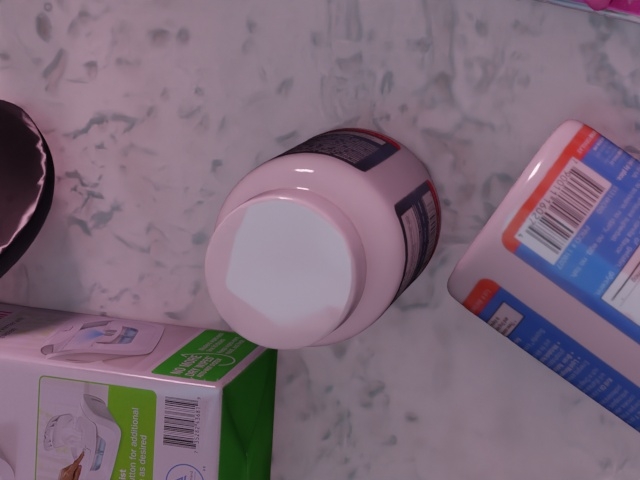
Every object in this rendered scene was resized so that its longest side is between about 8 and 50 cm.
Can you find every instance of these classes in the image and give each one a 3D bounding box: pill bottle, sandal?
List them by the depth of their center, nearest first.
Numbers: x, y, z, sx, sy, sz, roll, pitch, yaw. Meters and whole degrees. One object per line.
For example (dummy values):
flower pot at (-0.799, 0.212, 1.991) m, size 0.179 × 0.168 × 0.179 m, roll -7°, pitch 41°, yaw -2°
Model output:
pill bottle at (0.191, 0.042, 0.962) m, size 0.221 × 0.124 × 0.124 m, roll 36°, pitch 107°, yaw 5°
pill bottle at (0.000, 0.000, 0.973) m, size 0.108 × 0.180 × 0.108 m, roll 3°, pitch 101°, yaw 14°
sandal at (-0.243, 0.009, 1.022) m, size 0.097 × 0.254 × 0.054 m, roll 20°, pitch 148°, yaw 23°

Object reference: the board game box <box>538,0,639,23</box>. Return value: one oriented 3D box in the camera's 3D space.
board game box at (0.309, -0.268, 0.879) m, size 0.390 × 0.050 × 0.390 m, roll 15°, pitch 113°, yaw 11°

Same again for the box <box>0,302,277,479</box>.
box at (-0.158, 0.184, 1.078) m, size 0.231 × 0.127 × 0.262 m, roll 6°, pitch 102°, yaw 14°
